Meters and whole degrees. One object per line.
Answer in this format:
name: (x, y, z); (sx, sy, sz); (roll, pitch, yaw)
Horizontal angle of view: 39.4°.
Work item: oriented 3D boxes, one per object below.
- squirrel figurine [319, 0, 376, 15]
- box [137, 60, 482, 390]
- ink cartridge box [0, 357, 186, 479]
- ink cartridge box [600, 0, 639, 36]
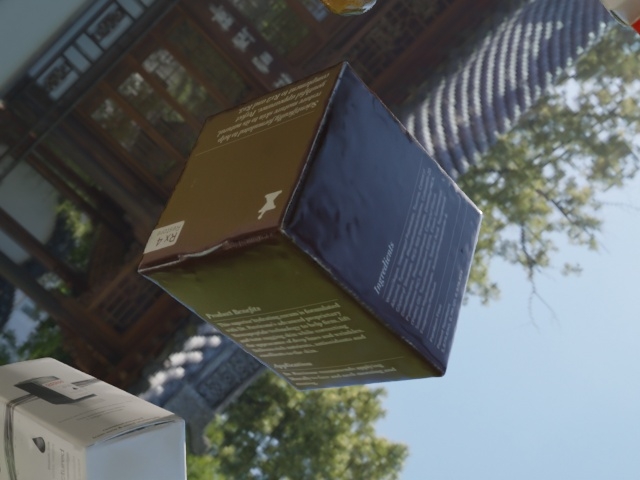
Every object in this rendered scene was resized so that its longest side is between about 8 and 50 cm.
squirrel figurine: (0.085, -0.286, 0.494); (0.397, 0.281, 0.370); (8, -143, 27)
box: (0.000, 0.000, 0.731); (0.168, 0.203, 0.167); (-13, -134, 41)
ink cartridge box: (-0.209, 0.201, 0.745); (0.092, 0.159, 0.218); (-9, -167, -41)
ink cartridge box: (0.428, -0.334, 0.958); (0.275, 0.060, 0.239); (-41, -129, 26)
